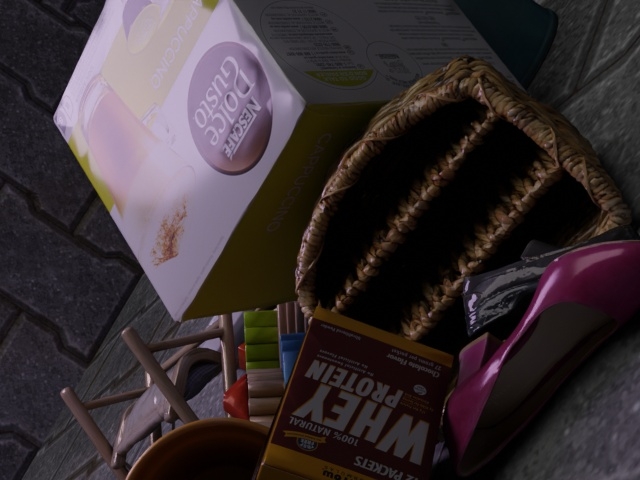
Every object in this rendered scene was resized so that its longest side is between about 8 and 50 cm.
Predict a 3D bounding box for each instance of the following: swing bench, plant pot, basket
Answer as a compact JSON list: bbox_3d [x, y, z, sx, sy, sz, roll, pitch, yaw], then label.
[{"bbox_3d":[-0.199,0.261,1.723,0.165,0.255,0.253,-11,-18,-37],"label":"swing bench"},{"bbox_3d":[0.133,-0.273,1.753,0.272,0.255,0.272,-52,12,16],"label":"plant pot"},{"bbox_3d":[-0.097,0.287,1.313,0.205,0.205,0.188,-57,-3,-10],"label":"plant pot"},{"bbox_3d":[0.109,-0.008,1.215,0.299,0.213,0.223,-50,13,19],"label":"basket"}]

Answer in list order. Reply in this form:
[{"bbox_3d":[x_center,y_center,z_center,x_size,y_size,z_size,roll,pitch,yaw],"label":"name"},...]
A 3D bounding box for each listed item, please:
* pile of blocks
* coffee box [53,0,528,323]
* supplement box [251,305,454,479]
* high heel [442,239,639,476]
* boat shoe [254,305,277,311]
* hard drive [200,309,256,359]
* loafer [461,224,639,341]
[{"bbox_3d":[-0.061,0.151,1.533,0.362,0.112,0.149,-109,17,-75],"label":"pile of blocks"},{"bbox_3d":[-0.043,-0.152,1.491,0.338,0.334,0.338,-8,-37,-41],"label":"coffee box"},{"bbox_3d":[0.011,0.202,1.096,0.191,0.129,0.194,-70,0,-52],"label":"supplement box"},{"bbox_3d":[0.179,0.094,1.011,0.244,0.082,0.117,-37,31,42],"label":"high heel"},{"bbox_3d":[0.017,0.038,1.727,0.302,0.098,0.109,-48,14,31],"label":"boat shoe"},{"bbox_3d":[-0.064,0.034,2.024,0.353,0.047,0.233,-56,-9,-6],"label":"hard drive"},{"bbox_3d":[0.189,0.024,1.091,0.170,0.062,0.061,-29,59,23],"label":"loafer"}]
